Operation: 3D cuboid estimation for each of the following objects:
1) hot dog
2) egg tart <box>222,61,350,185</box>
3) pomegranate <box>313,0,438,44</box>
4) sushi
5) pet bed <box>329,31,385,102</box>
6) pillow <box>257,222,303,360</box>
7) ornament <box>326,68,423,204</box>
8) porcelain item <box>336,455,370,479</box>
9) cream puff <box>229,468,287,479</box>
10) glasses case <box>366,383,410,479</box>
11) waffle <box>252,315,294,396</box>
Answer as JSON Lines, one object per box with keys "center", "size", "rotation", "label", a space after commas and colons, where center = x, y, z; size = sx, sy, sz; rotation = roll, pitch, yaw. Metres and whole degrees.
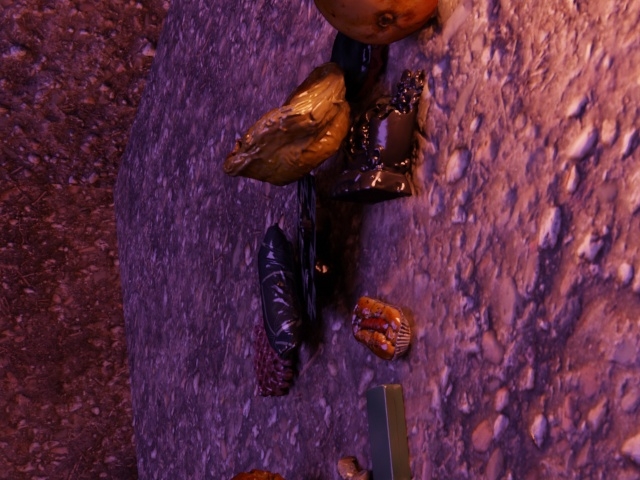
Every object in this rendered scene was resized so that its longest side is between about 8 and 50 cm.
{"center": [0.111, 0.168, 1.619], "size": [0.191, 0.059, 0.108], "rotation": [-160, 80, -66], "label": "hot dog"}
{"center": [-0.047, -0.229, 1.745], "size": [0.351, 0.153, 0.339], "rotation": [-36, 14, 34], "label": "egg tart"}
{"center": [0.101, -0.498, 1.542], "size": [0.252, 0.229, 0.270], "rotation": [124, 147, -46], "label": "pomegranate"}
{"center": [0.000, 0.000, 1.858], "size": [0.339, 0.069, 0.320], "rotation": [-129, 38, -77], "label": "sushi"}
{"center": [0.073, -0.390, 1.789], "size": [0.201, 0.053, 0.201], "rotation": [-17, 70, 62], "label": "pet bed"}
{"center": [-0.093, 0.123, 1.966], "size": [0.161, 0.093, 0.335], "rotation": [99, 165, -60], "label": "pillow"}
{"center": [0.112, -0.204, 1.638], "size": [0.251, 0.106, 0.260], "rotation": [170, 111, -67], "label": "ornament"}
{"center": [0.083, 0.488, 1.630], "size": [0.213, 0.054, 0.084], "rotation": [-138, 58, -61], "label": "porcelain item"}
{"center": [-0.103, 0.648, 1.825], "size": [0.303, 0.212, 0.303], "rotation": [176, 90, -70], "label": "cream puff"}
{"center": [0.125, 0.364, 1.572], "size": [0.078, 0.039, 0.184], "rotation": [145, 125, -58], "label": "glasses case"}
{"center": [-0.118, 0.278, 2.091], "size": [0.234, 0.055, 0.221], "rotation": [-35, 55, 58], "label": "waffle"}
